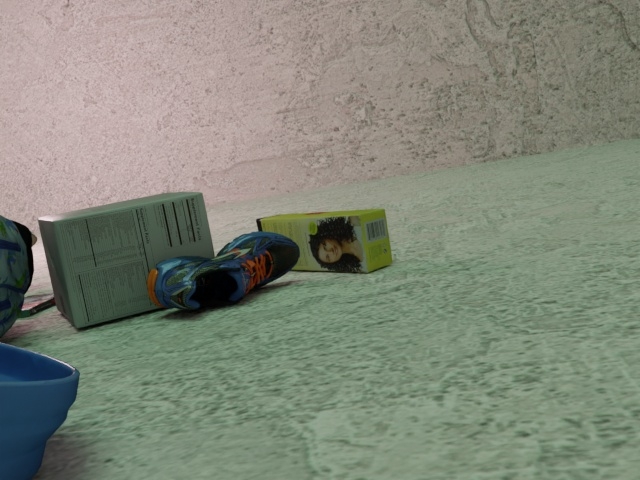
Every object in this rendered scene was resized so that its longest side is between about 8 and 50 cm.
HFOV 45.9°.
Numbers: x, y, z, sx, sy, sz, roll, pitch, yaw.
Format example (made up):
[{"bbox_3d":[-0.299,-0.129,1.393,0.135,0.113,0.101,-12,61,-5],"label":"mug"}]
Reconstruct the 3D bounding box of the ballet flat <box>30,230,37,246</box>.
[{"bbox_3d":[-0.686,0.065,1.420,0.316,0.106,0.107,-14,-12,-10],"label":"ballet flat"}]

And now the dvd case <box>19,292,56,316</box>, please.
[{"bbox_3d":[-0.468,0.104,1.215,0.087,0.013,0.119,-7,9,15],"label":"dvd case"}]

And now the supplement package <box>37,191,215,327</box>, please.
[{"bbox_3d":[-0.279,0.020,1.090,0.203,0.149,0.194,-13,9,-24],"label":"supplement package"}]

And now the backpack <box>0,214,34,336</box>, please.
[{"bbox_3d":[-0.501,0.052,0.899,0.290,0.273,0.355,-10,-14,-17],"label":"backpack"}]

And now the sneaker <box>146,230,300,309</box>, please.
[{"bbox_3d":[-0.114,0.049,1.008,0.221,0.083,0.087,-21,26,-33],"label":"sneaker"}]

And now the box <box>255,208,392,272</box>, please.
[{"bbox_3d":[0.000,0.000,1.135,0.058,0.087,0.232,-16,9,-41],"label":"box"}]

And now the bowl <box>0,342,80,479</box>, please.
[{"bbox_3d":[-0.356,0.086,0.469,0.391,0.077,0.391,10,-7,1],"label":"bowl"}]
